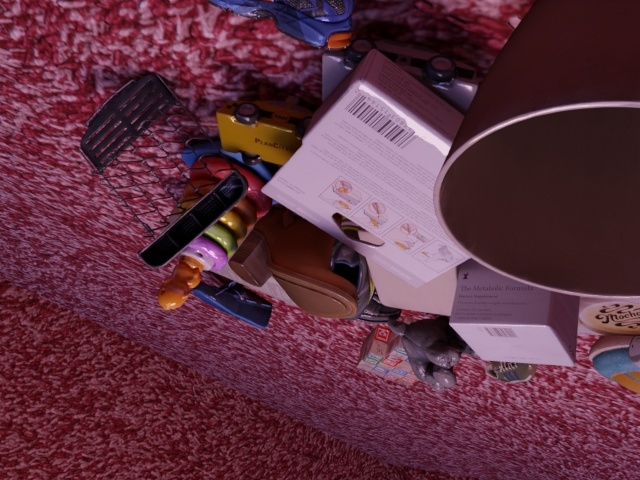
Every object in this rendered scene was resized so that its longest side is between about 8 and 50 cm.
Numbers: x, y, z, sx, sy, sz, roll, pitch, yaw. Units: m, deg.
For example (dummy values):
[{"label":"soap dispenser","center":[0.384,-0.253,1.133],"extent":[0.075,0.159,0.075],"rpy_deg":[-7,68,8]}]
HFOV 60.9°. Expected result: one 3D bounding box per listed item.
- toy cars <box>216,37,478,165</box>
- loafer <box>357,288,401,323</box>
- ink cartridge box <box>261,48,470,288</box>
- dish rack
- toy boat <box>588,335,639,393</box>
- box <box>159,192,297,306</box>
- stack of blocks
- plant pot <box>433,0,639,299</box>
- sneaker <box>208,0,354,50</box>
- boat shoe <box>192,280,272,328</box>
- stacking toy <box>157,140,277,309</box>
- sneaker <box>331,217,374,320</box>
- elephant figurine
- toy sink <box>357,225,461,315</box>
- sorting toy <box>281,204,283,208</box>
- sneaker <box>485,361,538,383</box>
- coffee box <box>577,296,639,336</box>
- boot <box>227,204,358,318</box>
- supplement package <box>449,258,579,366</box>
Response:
[{"label":"toy cars","center":[0.024,-0.185,0.744],"extent":[0.393,0.087,0.176],"rpy_deg":[-14,135,41]},{"label":"loafer","center":[0.064,0.116,1.258],"extent":[0.267,0.096,0.084],"rpy_deg":[19,147,6]},{"label":"ink cartridge box","center":[0.105,-0.070,0.723],"extent":[0.296,0.066,0.261],"rpy_deg":[32,145,-16]},{"label":"dish rack","center":[-0.259,-0.119,0.857],"extent":[0.271,0.208,0.074],"rpy_deg":[51,-171,1]},{"label":"toy boat","center":[0.631,0.219,1.015],"extent":[0.267,0.148,0.318],"rpy_deg":[-4,145,38]},{"label":"box","center":[-0.153,0.017,1.130],"extent":[0.311,0.121,0.148],"rpy_deg":[21,160,10]},{"label":"stack of blocks","center":[0.220,0.307,1.505],"extent":[0.171,0.087,0.297],"rpy_deg":[20,153,-1]},{"label":"plant pot","center":[0.255,-0.128,0.485],"extent":[0.256,0.274,0.256],"rpy_deg":[15,153,8]},{"label":"sneaker","center":[-0.055,-0.292,0.613],"extent":[0.221,0.083,0.087],"rpy_deg":[25,118,8]},{"label":"boat shoe","center":[-0.250,0.167,1.561],"extent":[0.109,0.089,0.258],"rpy_deg":[8,159,48]},{"label":"stacking toy","center":[-0.199,-0.011,0.956],"extent":[0.175,0.302,0.166],"rpy_deg":[4,149,32]},{"label":"sneaker","center":[0.050,0.080,1.111],"extent":[0.111,0.121,0.300],"rpy_deg":[12,140,14]},{"label":"elephant figurine","center":[0.314,0.219,1.241],"extent":[0.169,0.239,0.186],"rpy_deg":[11,127,59]},{"label":"toy sink","center":[0.175,0.011,0.949],"extent":[0.152,0.131,0.234],"rpy_deg":[6,145,24]},{"label":"sorting toy","center":[-0.038,-0.040,1.086],"extent":[0.102,0.042,0.061],"rpy_deg":[35,149,-27]},{"label":"sneaker","center":[0.481,0.324,1.392],"extent":[0.086,0.064,0.192],"rpy_deg":[12,155,4]},{"label":"coffee box","center":[0.431,0.072,0.906],"extent":[0.297,0.119,0.168],"rpy_deg":[-4,146,37]},{"label":"boot","center":[0.000,0.000,0.887],"extent":[0.283,0.220,0.109],"rpy_deg":[13,146,50]},{"label":"supplement package","center":[0.296,0.042,0.801],"extent":[0.139,0.244,0.134],"rpy_deg":[-5,145,38]}]
